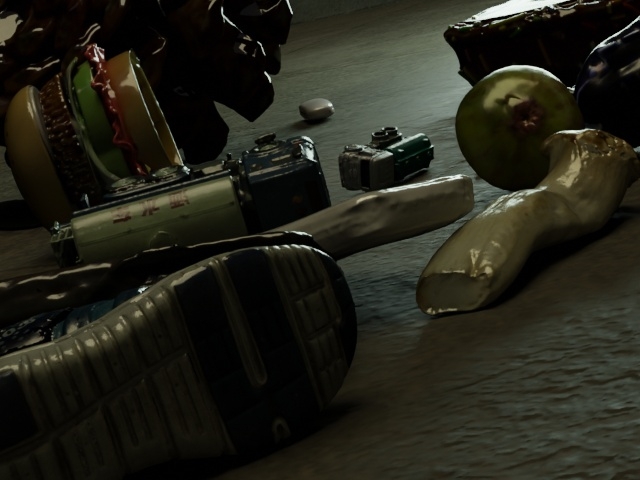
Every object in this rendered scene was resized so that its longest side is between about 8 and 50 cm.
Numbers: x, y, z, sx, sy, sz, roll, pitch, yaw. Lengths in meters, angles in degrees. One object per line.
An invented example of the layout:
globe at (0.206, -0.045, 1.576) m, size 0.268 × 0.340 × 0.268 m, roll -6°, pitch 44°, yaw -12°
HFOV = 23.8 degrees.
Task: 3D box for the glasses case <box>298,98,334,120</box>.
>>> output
glasses case at (-0.005, -0.149, 1.731) m, size 0.032 × 0.021 × 0.083 m, roll -14°, pitch 11°, yaw -8°

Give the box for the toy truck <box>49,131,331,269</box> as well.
toy truck at (-0.093, -0.017, 1.089) m, size 0.202 × 0.074 × 0.088 m, roll -15°, pitch 16°, yaw 0°

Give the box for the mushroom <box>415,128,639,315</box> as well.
mushroom at (0.118, -0.012, 0.868) m, size 0.059 × 0.054 × 0.202 m, roll -12°, pitch 16°, yaw 45°

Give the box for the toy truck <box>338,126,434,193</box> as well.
toy truck at (0.054, -0.064, 1.219) m, size 0.044 × 0.039 × 0.083 m, roll 11°, pitch 23°, yaw 35°

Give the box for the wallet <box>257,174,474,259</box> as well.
wallet at (0.000, 0.000, 0.895) m, size 0.095 × 0.033 × 0.190 m, roll -11°, pitch -5°, yaw -42°

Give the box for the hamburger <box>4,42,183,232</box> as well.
hamburger at (-0.196, -0.077, 1.296) m, size 0.137 × 0.175 × 0.175 m, roll -21°, pitch 11°, yaw 2°

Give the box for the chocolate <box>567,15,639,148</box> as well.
chocolate at (0.302, -0.137, 1.036) m, size 0.343 × 0.126 × 0.148 m, roll -9°, pitch 15°, yaw 28°

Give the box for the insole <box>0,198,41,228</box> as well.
insole at (-0.315, -0.029, 1.596) m, size 0.086 × 0.005 × 0.253 m, roll -19°, pitch 13°, yaw -26°

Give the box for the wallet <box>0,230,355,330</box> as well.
wallet at (-0.141, 0.050, 0.811) m, size 0.309 × 0.042 × 0.165 m, roll -12°, pitch -11°, yaw 6°

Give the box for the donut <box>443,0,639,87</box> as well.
donut at (0.244, -0.210, 1.539) m, size 0.235 × 0.089 × 0.235 m, roll -14°, pitch 11°, yaw 3°

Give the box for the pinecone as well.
pinecone at (-0.210, -0.239, 1.606) m, size 0.398 × 0.397 × 0.398 m, roll -14°, pitch 12°, yaw 3°

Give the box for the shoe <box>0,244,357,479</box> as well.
shoe at (-0.084, 0.056, 0.684) m, size 0.207 × 0.091 × 0.106 m, roll -20°, pitch 18°, yaw -8°

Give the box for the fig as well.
fig at (0.138, -0.084, 1.085) m, size 0.093 × 0.093 × 0.166 m, roll -14°, pitch 11°, yaw 3°
